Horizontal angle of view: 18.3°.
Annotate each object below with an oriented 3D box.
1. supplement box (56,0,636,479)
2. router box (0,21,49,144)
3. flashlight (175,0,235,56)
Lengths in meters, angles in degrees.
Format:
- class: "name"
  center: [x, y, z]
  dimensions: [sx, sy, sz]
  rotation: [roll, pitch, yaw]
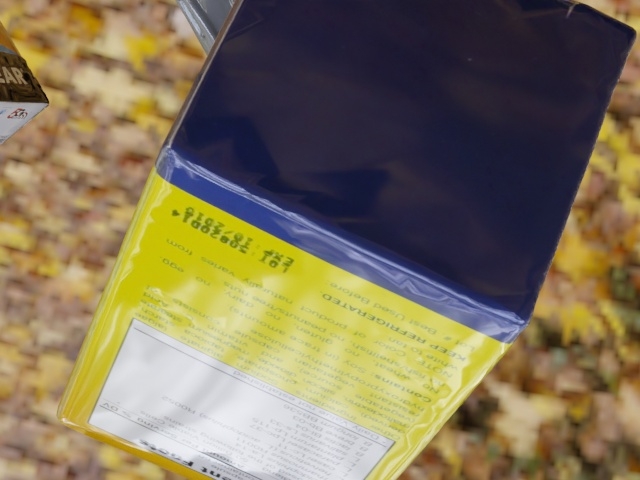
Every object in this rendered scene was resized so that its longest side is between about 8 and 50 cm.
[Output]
- class: "supplement box"
  center: [0.000, 0.000, 1.110]
  dimensions: [0.194, 0.195, 0.356]
  rotation: [26, 150, -3]
- class: "router box"
  center: [-0.186, -0.090, 0.687]
  dimensions: [0.046, 0.133, 0.179]
  rotation: [-37, 169, 21]
- class: "flashlight"
  center: [-0.002, -0.072, 1.363]
  dimensions: [0.103, 0.103, 0.304]
  rotation: [-25, 122, 13]
